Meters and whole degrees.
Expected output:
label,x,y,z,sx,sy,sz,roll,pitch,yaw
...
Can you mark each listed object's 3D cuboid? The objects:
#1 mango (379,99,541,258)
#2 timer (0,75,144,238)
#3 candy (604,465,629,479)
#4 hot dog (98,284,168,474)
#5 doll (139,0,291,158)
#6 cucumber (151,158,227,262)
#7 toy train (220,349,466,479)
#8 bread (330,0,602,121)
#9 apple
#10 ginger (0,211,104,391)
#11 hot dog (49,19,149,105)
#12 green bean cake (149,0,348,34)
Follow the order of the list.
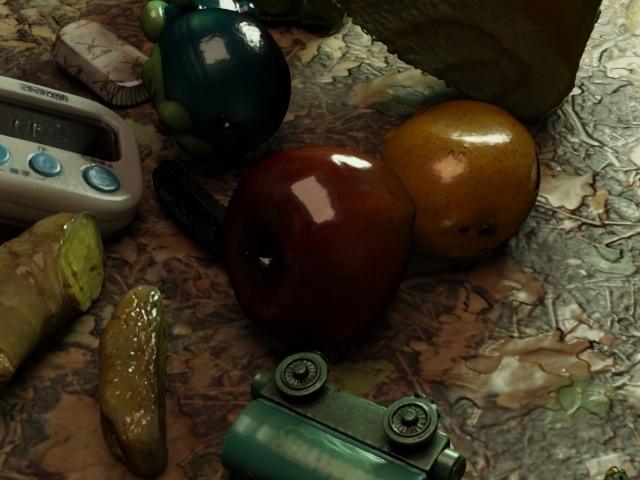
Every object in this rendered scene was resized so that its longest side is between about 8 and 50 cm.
label,x,y,z,sx,sy,sz,roll,pitch,yaw
mango,0.177,-0.087,1.744,0.191,0.160,0.290,0,30,12
timer,-0.354,-0.104,1.770,0.262,0.087,0.237,14,33,-23
candy,0.312,0.263,1.416,0.023,0.025,0.083,-32,51,7
hot dog,-0.204,0.147,1.520,0.073,0.084,0.243,-3,41,-4
doll,-0.142,-0.232,1.881,0.186,0.198,0.322,-27,43,10
cucumber,-0.146,-0.031,1.753,0.067,0.067,0.245,-27,44,-28
toy train,0.018,0.215,1.428,0.248,0.101,0.159,20,57,26
bread,0.209,-0.375,1.908,0.395,0.264,0.239,30,53,-4
apple,0.000,-0.002,1.582,0.234,0.234,0.234,-1,40,1
ginger,-0.359,0.078,1.582,0.189,0.126,0.354,15,38,34
hot dog,-0.310,-0.257,2.031,0.108,0.059,0.191,-36,55,-25
green bean cake,-0.083,-0.426,2.117,0.309,0.202,0.285,13,44,18
